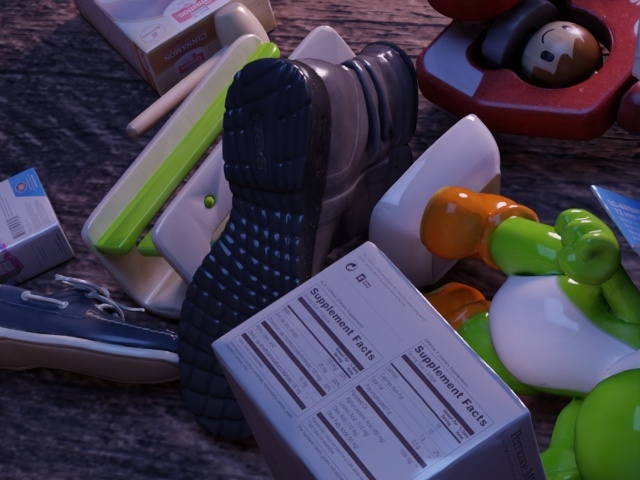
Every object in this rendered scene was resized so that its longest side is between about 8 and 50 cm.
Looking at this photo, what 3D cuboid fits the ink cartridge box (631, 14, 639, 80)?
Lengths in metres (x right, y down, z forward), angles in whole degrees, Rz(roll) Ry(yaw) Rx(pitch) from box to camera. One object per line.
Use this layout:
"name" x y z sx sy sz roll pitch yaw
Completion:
"ink cartridge box" 0.409 -0.141 1.566 0.197 0.114 0.273 -8 30 -25

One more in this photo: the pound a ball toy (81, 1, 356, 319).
"pound a ball toy" -0.081 -0.075 1.804 0.208 0.136 0.319 1 47 51

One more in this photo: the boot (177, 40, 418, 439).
"boot" 0.000 0.000 1.680 0.118 0.338 0.223 22 16 27

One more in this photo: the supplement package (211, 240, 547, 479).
"supplement package" 0.060 0.173 1.443 0.145 0.262 0.204 -34 50 -11

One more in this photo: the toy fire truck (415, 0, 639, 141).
"toy fire truck" 0.245 -0.207 1.767 0.254 0.169 0.302 32 67 32

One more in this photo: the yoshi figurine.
"yoshi figurine" 0.198 0.098 1.501 0.362 0.203 0.203 31 71 38

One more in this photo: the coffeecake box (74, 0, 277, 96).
"coffeecake box" -0.156 -0.249 1.989 0.142 0.068 0.185 -33 50 -13

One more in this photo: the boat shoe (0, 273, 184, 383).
"boat shoe" -0.221 0.076 1.728 0.254 0.095 0.079 3 63 30

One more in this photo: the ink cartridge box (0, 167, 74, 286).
"ink cartridge box" -0.307 -0.001 1.840 0.122 0.052 0.088 -25 48 -6

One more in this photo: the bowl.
"bowl" 0.106 -0.024 1.681 0.053 0.142 0.142 37 68 19

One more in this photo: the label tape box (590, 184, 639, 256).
"label tape box" 0.392 0.055 1.445 0.115 0.249 0.347 -53 46 23
